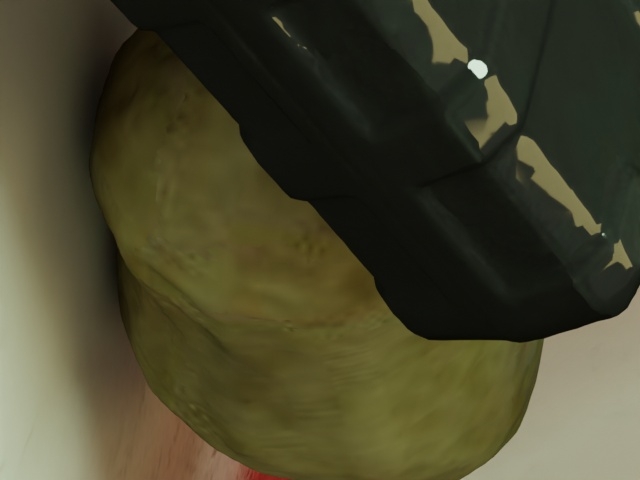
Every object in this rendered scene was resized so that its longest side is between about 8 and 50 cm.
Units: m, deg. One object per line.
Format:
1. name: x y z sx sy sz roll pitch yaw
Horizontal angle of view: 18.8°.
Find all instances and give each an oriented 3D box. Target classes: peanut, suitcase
1. peanut: 0.000 0.000 0.560 0.224 0.129 0.129 69 31 -57
2. suitcase: 0.028 -0.141 0.448 0.206 0.066 0.285 48 44 -37
